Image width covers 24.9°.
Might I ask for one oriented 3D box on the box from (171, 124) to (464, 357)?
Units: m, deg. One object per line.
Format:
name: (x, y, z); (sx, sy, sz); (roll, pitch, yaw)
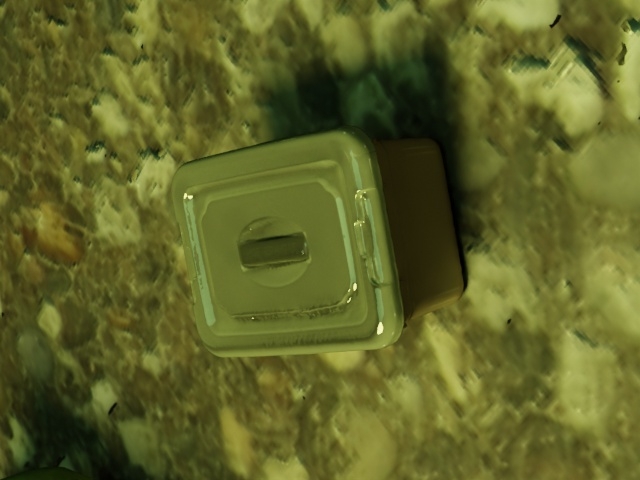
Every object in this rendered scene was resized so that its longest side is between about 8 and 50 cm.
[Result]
box: (0.000, 0.000, 0.613); (0.122, 0.062, 0.089); (-8, 93, 45)

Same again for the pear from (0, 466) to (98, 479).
pear: (-0.136, 0.293, 0.742); (0.286, 0.176, 0.281); (31, 121, 43)
